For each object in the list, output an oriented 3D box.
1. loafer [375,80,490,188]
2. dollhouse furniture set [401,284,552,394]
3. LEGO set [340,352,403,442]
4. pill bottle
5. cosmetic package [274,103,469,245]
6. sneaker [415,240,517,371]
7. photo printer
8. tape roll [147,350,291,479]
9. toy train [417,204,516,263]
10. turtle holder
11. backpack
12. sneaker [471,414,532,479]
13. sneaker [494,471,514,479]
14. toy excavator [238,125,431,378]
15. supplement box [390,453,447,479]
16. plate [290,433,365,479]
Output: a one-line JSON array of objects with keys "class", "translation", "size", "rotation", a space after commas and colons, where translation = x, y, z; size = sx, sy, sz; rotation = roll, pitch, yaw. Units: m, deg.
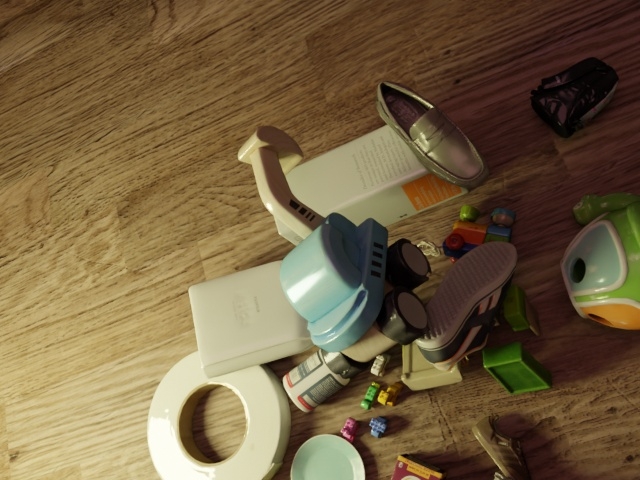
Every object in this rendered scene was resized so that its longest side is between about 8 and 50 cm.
[{"class": "loafer", "translation": [0.232, -0.232, 1.305], "size": [0.112, 0.111, 0.319], "rotation": [-47, 65, 3]}, {"class": "dollhouse furniture set", "translation": [0.347, 0.246, 1.392], "size": [0.302, 0.151, 0.197], "rotation": [-21, 45, 32]}, {"class": "LEGO set", "translation": [0.129, 0.379, 1.416], "size": [0.087, 0.093, 0.227], "rotation": [21, 82, 25]}, {"class": "pill bottle", "translation": [0.009, 0.325, 1.472], "size": [0.180, 0.108, 0.108], "rotation": [-38, 64, 7]}, {"class": "cosmetic package", "translation": [0.119, -0.136, 1.507], "size": [0.454, 0.230, 0.161], "rotation": [-23, 68, 14]}, {"class": "sneaker", "translation": [0.318, 0.139, 1.296], "size": [0.321, 0.127, 0.126], "rotation": [-43, 36, -22]}, {"class": "photo printer", "translation": [-0.165, 0.192, 1.539], "size": [0.308, 0.107, 0.255], "rotation": [-15, 57, -2]}, {"class": "tape roll", "translation": [-0.263, 0.471, 1.551], "size": [0.393, 0.072, 0.391], "rotation": [-6, 72, 18]}, {"class": "toy train", "translation": [0.340, -0.023, 1.464], "size": [0.248, 0.105, 0.143], "rotation": [13, 68, 24]}, {"class": "turtle holder", "translation": [0.624, 0.033, 1.257], "size": [0.228, 0.243, 0.320], "rotation": [-26, 74, 31]}, {"class": "backpack", "translation": [0.615, -0.349, 1.447], "size": [0.182, 0.115, 0.152], "rotation": [-39, 76, 5]}, {"class": "sneaker", "translation": [0.410, 0.462, 1.297], "size": [0.071, 0.066, 0.188], "rotation": [-41, 65, 4]}, {"class": "sneaker", "translation": [0.357, 0.613, 1.249], "size": [0.115, 0.105, 0.281], "rotation": [34, 102, 46]}, {"class": "toy excavator", "translation": [0.000, 0.000, 1.265], "size": [0.222, 0.445, 0.432], "rotation": [-39, 26, 35]}, {"class": "supplement box", "translation": [0.198, 0.583, 1.333], "size": [0.104, 0.081, 0.188], "rotation": [17, 80, 24]}, {"class": "plate", "translation": [0.019, 0.561, 1.441], "size": [0.188, 0.024, 0.188], "rotation": [-6, 72, 20]}]
